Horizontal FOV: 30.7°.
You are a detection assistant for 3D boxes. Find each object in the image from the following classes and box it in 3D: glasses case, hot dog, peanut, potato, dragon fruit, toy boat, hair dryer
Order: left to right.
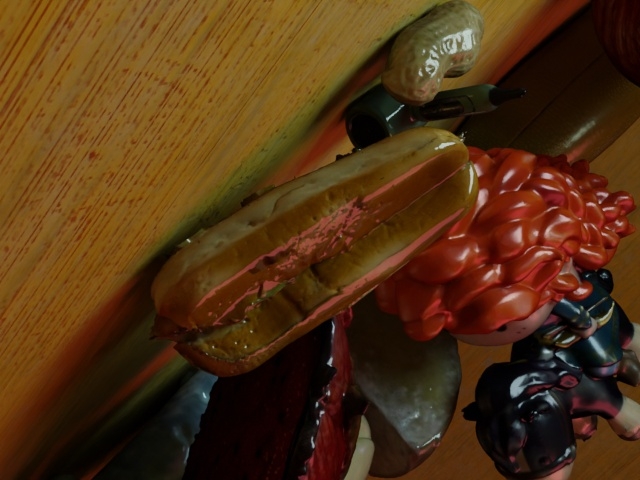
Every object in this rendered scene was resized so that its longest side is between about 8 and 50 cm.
[{"bbox_3d":[-0.158,0.200,1.127,0.215,0.123,0.330,-44,-174,47],"label":"toy boat"},{"bbox_3d":[-0.034,0.178,0.898,0.343,0.100,0.282,-71,-165,-12],"label":"dragon fruit"},{"bbox_3d":[0.000,0.000,0.803,0.269,0.072,0.109,-32,128,-12],"label":"hot dog"},{"bbox_3d":[0.068,0.147,1.375,0.189,0.264,0.211,-29,157,-33],"label":"potato"},{"bbox_3d":[0.081,-0.134,0.831,0.113,0.054,0.054,-45,172,-36],"label":"peanut"},{"bbox_3d":[0.091,-0.102,0.852,0.150,0.047,0.071,-6,-152,47],"label":"hair dryer"},{"bbox_3d":[0.322,-0.178,1.442,0.371,0.141,0.173,-40,169,-34],"label":"glasses case"}]

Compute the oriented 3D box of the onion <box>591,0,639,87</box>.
[{"bbox_3d":[0.419,-0.296,1.125,0.348,0.285,0.347,-24,-152,13],"label":"onion"}]

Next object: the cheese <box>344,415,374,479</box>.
[{"bbox_3d":[-0.057,0.264,1.188,0.266,0.127,0.233,-47,-174,47],"label":"cheese"}]

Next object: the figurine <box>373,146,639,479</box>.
[{"bbox_3d":[0.220,0.076,1.247,0.306,0.411,0.241,-35,-155,-24],"label":"figurine"}]
